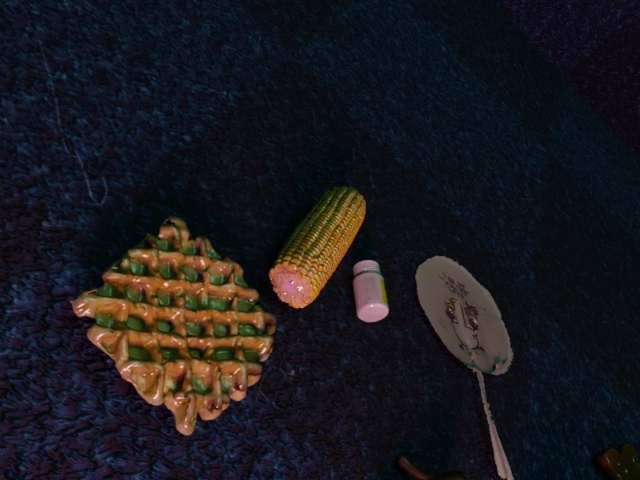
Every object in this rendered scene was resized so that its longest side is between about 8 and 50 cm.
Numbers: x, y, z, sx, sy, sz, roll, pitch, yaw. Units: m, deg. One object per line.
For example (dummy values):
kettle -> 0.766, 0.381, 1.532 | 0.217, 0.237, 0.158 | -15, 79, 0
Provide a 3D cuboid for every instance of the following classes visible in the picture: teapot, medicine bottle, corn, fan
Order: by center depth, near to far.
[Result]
teapot -> 0.141, 0.308, 0.850 | 0.110, 0.080, 0.085 | 52, 5, 25
corn -> 0.000, 0.000, 0.964 | 0.081, 0.081, 0.248 | 45, 37, -8
medicine bottle -> 0.072, 0.073, 1.002 | 0.047, 0.047, 0.083 | 23, 45, -32
fan -> 0.247, 0.188, 1.113 | 0.233, 0.012, 0.414 | 26, 40, -27

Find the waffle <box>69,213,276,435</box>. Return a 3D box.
waffle -> -0.146, 0.089, 0.758 | 0.204, 0.054, 0.223 | 45, 39, -7

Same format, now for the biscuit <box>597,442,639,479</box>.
biscuit -> 0.545, 0.456, 1.175 | 0.138, 0.031, 0.204 | 6, 55, -43
